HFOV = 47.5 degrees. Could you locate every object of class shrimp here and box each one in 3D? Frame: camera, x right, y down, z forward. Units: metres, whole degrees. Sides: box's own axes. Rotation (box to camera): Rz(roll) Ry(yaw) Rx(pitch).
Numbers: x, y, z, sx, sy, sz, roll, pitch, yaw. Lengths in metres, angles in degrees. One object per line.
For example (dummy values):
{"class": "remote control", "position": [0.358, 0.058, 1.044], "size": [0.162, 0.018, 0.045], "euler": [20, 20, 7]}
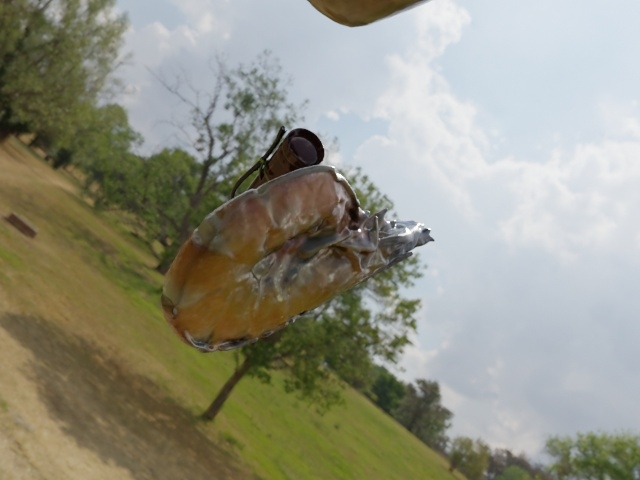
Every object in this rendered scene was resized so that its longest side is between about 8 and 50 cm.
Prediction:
{"class": "shrimp", "position": [0.000, 0.000, 0.631], "size": [0.062, 0.317, 0.164], "euler": [44, -49, 29]}

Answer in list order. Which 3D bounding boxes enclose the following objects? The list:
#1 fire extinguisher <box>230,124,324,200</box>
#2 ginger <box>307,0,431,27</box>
{"class": "fire extinguisher", "position": [-0.043, -0.046, 0.641], "size": [0.056, 0.039, 0.132], "euler": [32, -41, -11]}
{"class": "ginger", "position": [0.067, -0.240, 0.415], "size": [0.155, 0.244, 0.304], "euler": [25, 18, -20]}
